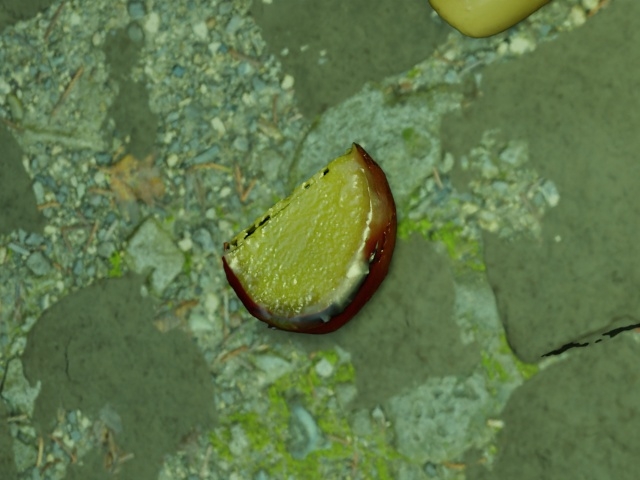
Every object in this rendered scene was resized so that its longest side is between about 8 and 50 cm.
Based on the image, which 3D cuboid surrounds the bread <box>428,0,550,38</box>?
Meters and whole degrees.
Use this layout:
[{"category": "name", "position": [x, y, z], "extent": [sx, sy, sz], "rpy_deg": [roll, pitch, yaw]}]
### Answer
[{"category": "bread", "position": [0.157, -0.248, 1.314], "extent": [0.173, 0.085, 0.134], "rpy_deg": [-32, 80, 24]}]

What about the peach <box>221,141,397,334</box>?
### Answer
[{"category": "peach", "position": [0.001, 0.000, 1.401], "extent": [0.127, 0.092, 0.172], "rpy_deg": [30, 93, 20]}]
